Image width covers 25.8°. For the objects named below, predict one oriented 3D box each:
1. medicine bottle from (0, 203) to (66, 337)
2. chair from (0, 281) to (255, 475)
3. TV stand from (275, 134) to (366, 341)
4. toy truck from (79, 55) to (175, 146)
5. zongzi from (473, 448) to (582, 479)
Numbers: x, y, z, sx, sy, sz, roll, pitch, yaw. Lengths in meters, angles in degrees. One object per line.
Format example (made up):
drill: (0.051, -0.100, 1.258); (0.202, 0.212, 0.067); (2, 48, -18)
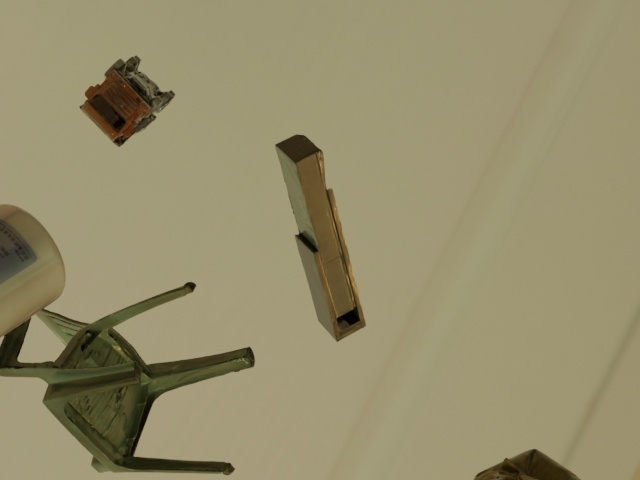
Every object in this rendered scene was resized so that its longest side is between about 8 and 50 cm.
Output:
medicine bottle: (-0.320, 0.052, 1.210); (0.103, 0.187, 0.102); (26, 134, 30)
chair: (-0.231, 0.150, 1.565); (0.275, 0.190, 0.203); (-10, 133, 30)
TV stand: (0.000, 0.000, 1.538); (0.049, 0.040, 0.256); (45, 157, 48)
toy truck: (-0.259, -0.187, 1.880); (0.083, 0.092, 0.192); (46, -172, -5)
zongzi: (0.061, 0.216, 0.736); (0.094, 0.204, 0.205); (40, 154, 16)
